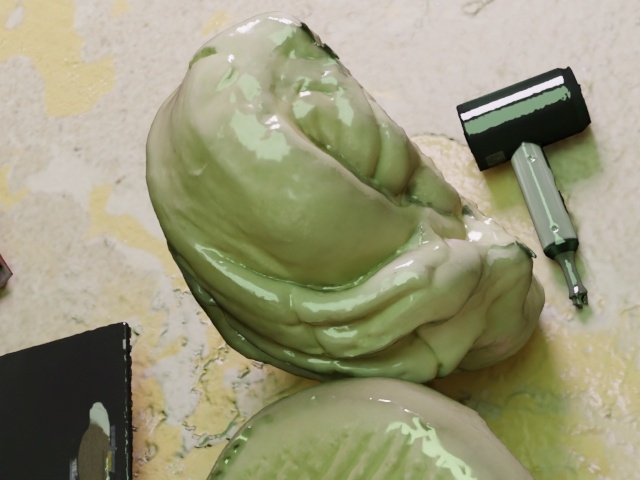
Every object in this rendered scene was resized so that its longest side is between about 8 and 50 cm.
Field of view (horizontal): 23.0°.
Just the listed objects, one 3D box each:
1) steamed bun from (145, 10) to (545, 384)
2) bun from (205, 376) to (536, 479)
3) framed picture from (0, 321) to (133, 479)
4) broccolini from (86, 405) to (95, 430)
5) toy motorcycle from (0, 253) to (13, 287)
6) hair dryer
[{"bbox_3d":[0.000,0.000,1.137,0.206,0.275,0.320,-43,98,2],"label":"steamed bun"},{"bbox_3d":[0.046,0.225,1.054,0.287,0.146,0.287,6,102,28],"label":"bun"},{"bbox_3d":[-0.291,0.212,1.259,0.324,0.013,0.244,-16,60,19],"label":"framed picture"},{"bbox_3d":[-0.182,0.192,1.242,0.030,0.035,0.140,2,66,24],"label":"broccolini"},{"bbox_3d":[-0.338,-0.038,1.383,0.084,0.118,0.212,-43,70,13],"label":"toy motorcycle"},{"bbox_3d":[0.180,-0.037,1.234,0.100,0.057,0.197,-19,67,9],"label":"hair dryer"}]
